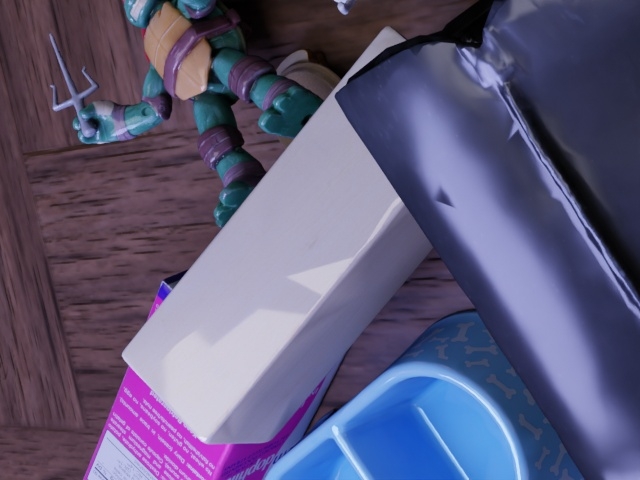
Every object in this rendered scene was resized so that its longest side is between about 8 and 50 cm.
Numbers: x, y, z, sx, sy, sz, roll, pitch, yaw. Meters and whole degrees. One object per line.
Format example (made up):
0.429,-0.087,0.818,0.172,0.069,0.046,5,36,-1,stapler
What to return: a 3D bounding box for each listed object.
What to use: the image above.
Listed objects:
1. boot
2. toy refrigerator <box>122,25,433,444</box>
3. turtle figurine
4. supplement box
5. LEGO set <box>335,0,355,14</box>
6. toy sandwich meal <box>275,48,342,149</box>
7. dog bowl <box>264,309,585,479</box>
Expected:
0.135,0.090,0.853,0.367,0.146,0.445,-29,101,23,boot
0.000,0.000,0.970,0.094,0.102,0.269,43,101,21,toy refrigerator
-0.099,-0.127,1.061,0.234,0.118,0.175,46,141,29,turtle figurine
-0.081,0.129,1.149,0.114,0.111,0.220,41,127,21,supplement box
0.092,-0.254,0.883,0.107,0.132,0.287,33,101,8,LEGO set
-0.002,-0.091,1.066,0.085,0.029,0.086,16,117,34,toy sandwich meal
0.063,0.173,1.068,0.166,0.074,0.297,55,132,11,dog bowl
